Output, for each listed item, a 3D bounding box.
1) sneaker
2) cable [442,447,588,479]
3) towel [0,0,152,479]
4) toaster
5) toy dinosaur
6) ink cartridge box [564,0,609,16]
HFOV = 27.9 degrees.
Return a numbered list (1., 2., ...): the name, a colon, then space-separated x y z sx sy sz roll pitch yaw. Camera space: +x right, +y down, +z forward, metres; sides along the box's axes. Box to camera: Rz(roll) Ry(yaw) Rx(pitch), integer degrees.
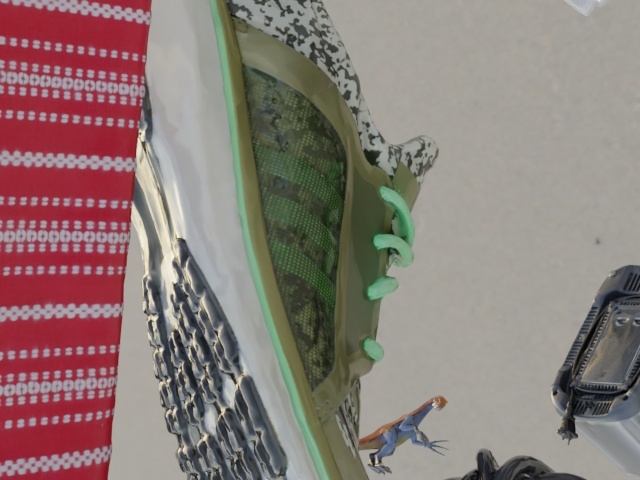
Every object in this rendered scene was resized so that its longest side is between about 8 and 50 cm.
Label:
1. sneaker: 0.000 0.000 0.682 0.158 0.182 0.410 -20 85 67
2. cable: 0.103 0.156 0.477 0.047 0.184 0.150 -40 21 40
3. towel: -0.141 -0.013 0.457 0.031 0.199 0.274 9 95 41
4. toaster: 0.334 0.143 1.298 0.146 0.227 0.129 45 152 -27
5. toy dinosaur: 0.069 0.160 1.103 0.090 0.082 0.047 28 162 7
6. ink cartridge box: 0.084 -0.271 0.617 0.273 0.115 0.198 41 156 12
